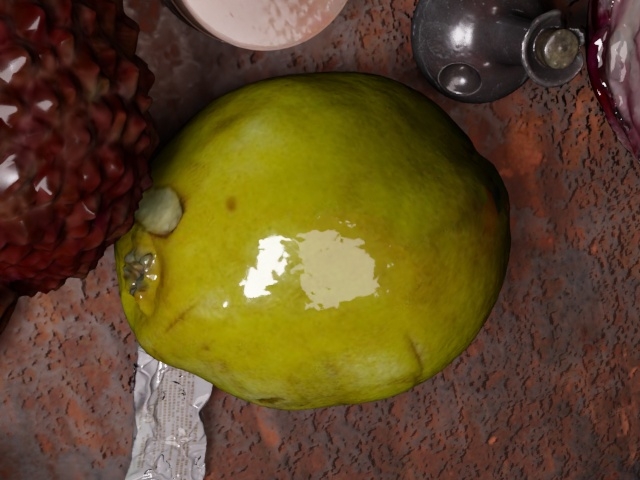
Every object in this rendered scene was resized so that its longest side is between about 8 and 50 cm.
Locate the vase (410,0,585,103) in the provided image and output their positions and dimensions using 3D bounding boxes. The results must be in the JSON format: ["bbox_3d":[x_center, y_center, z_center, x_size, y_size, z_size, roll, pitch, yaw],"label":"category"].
[{"bbox_3d":[0.149,-0.165,0.893,0.120,0.183,0.120,-5,106,-19],"label":"vase"}]

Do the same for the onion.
[{"bbox_3d":[0.296,-0.198,0.932,0.280,0.146,0.314,9,96,-40],"label":"onion"}]

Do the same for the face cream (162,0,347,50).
[{"bbox_3d":[-0.055,-0.225,0.846,0.149,0.104,0.149,-6,107,-18],"label":"face cream"}]

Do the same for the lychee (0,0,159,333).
[{"bbox_3d":[-0.257,-0.089,0.712,0.306,0.306,0.330,-8,74,-17],"label":"lychee"}]

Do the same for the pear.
[{"bbox_3d":[0.000,0.000,0.852,0.321,0.269,0.269,-21,112,-31],"label":"pear"}]

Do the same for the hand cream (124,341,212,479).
[{"bbox_3d":[-0.133,0.129,0.957,0.084,0.050,0.257,-2,109,-22],"label":"hand cream"}]
